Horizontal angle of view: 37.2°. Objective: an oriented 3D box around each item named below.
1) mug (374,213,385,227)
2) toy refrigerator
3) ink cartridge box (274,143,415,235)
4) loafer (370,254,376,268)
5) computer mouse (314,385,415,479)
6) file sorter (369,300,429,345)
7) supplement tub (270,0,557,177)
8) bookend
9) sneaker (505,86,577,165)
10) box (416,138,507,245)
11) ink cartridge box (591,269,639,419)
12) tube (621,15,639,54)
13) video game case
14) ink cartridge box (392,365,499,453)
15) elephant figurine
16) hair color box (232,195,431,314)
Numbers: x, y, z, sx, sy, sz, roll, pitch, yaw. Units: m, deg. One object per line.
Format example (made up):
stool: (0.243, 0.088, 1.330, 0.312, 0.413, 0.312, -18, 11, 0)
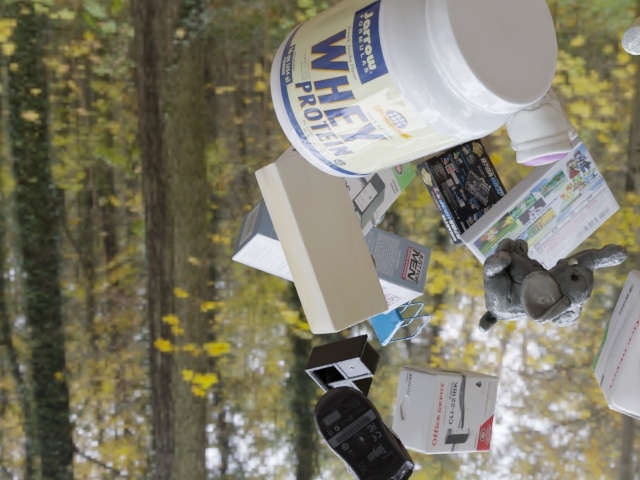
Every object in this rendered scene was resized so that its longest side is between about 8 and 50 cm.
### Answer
mug: (0.063, -0.066, 2.058, 0.158, 0.097, 0.129, -14, 170, 9)
toy refrigerator: (0.000, 0.000, 1.462, 0.102, 0.269, 0.094, -21, -177, -26)
ink cartridge box: (0.038, -0.121, 1.794, 0.115, 0.198, 0.273, 2, -139, 43)
loafer: (0.067, 0.072, 1.826, 0.056, 0.148, 0.050, 7, -136, -14)
computer mouse: (0.060, 0.366, 1.489, 0.184, 0.262, 0.060, -42, 177, 1)
file sorter: (0.190, 0.162, 2.445, 0.105, 0.118, 0.170, -6, -124, -29)
supplement tub: (0.115, -0.226, 1.238, 0.236, 0.235, 0.325, -7, 174, -40)
bookend: (0.077, 0.303, 2.172, 0.156, 0.157, 0.072, -18, -146, 35)
sneaker: (0.363, -0.216, 1.585, 0.114, 0.152, 0.305, -15, -171, 12)
box: (0.352, -0.121, 2.287, 0.175, 0.220, 0.051, -28, -178, -26)
ink cartridge box: (0.441, 0.139, 1.267, 0.093, 0.160, 0.219, 21, -170, 7)
tube: (0.694, -0.456, 2.038, 0.070, 0.062, 0.240, 13, -151, 18)
video game case: (0.496, -0.043, 2.122, 0.300, 0.329, 0.036, 42, -173, -47)
ink cartridge box: (0.314, 0.423, 2.378, 0.273, 0.196, 0.114, 11, 176, -44)
elephant figurine: (0.432, 0.092, 1.787, 0.239, 0.186, 0.169, 20, -136, 40)
hair color box: (0.023, 0.029, 2.017, 0.375, 0.113, 0.185, 21, 156, -15)
